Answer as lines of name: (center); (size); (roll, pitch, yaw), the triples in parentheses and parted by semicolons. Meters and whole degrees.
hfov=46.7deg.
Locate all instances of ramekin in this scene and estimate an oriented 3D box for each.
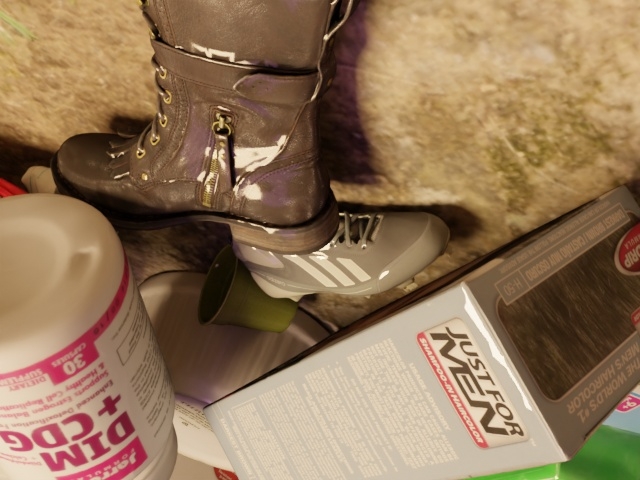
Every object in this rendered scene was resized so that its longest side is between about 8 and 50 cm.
ramekin: (-0.114, 0.163, 0.844); (0.272, 0.127, 0.273); (15, 146, 10)

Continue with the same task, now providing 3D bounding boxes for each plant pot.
plant pot: (-0.066, 0.055, 0.719); (0.079, 0.083, 0.083); (23, 148, -24)

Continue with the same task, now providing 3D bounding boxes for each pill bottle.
pill bottle: (-0.211, 0.113, 0.613); (0.160, 0.160, 0.283); (11, 139, 15)

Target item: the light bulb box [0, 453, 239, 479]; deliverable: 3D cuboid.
light bulb box: (-0.351, 0.317, 1.103); (0.361, 0.225, 0.358); (-10, 135, 40)

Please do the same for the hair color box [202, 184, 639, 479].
hair color box: (0.073, 0.104, 0.584); (0.374, 0.185, 0.114); (-35, 82, 52)

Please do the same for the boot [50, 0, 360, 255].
boot: (-0.094, -0.107, 0.509); (0.262, 0.091, 0.229); (10, 138, 15)

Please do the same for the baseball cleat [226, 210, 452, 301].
baseball cleat: (0.000, 0.000, 0.603); (0.205, 0.072, 0.109); (-17, 128, 40)

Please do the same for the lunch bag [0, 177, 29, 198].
lunch bag: (-0.374, -0.002, 0.725); (0.293, 0.120, 0.258); (24, 148, 20)

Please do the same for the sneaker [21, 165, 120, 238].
sneaker: (-0.245, -0.020, 0.737); (0.061, 0.054, 0.152); (26, 147, 23)

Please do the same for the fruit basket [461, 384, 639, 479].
fruit basket: (0.293, 0.240, 0.699); (0.353, 0.165, 0.327); (28, 146, -15)
